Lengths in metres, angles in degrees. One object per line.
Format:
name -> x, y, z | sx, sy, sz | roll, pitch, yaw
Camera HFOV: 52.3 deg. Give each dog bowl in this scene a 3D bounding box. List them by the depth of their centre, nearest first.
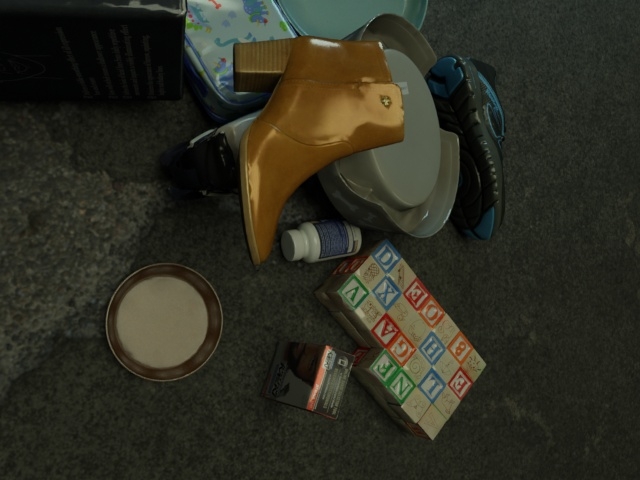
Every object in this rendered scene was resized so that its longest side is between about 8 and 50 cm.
dog bowl -> 0.105, -0.173, 1.040 | 0.349, 0.102, 0.348 | 13, 74, -54

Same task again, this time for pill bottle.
pill bottle -> 0.000, 0.000, 1.051 | 0.120, 0.067, 0.067 | -10, 89, -29

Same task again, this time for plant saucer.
plant saucer -> -0.225, 0.117, 0.939 | 0.169, 0.029, 0.168 | 3, 84, -27
plant saucer -> 0.046, -0.458, 1.131 | 0.318, 0.044, 0.317 | 2, 86, -26

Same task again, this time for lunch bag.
lunch bag -> -0.135, -0.297, 0.980 | 0.176, 0.090, 0.218 | -31, 88, -26

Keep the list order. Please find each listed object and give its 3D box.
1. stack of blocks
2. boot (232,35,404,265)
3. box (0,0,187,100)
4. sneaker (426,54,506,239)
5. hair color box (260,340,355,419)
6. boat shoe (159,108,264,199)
stack of blocks -> 0.124, 0.164, 1.088 | 0.171, 0.087, 0.297 | -46, 106, -24
boot -> 0.002, -0.117, 0.805 | 0.211, 0.104, 0.294 | -1, 80, -10
box -> -0.352, -0.292, 0.713 | 0.396, 0.293, 0.211 | -3, 87, -13
sneaker -> 0.300, -0.173, 1.201 | 0.140, 0.125, 0.340 | -11, 94, -39
hair color box -> -0.023, 0.201, 0.960 | 0.053, 0.167, 0.093 | 25, 73, -24
boat shoe -> -0.088, -0.144, 0.993 | 0.341, 0.158, 0.127 | -23, 103, -53
